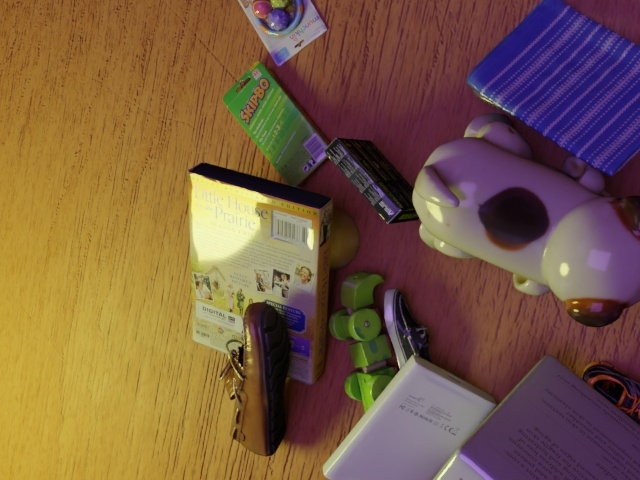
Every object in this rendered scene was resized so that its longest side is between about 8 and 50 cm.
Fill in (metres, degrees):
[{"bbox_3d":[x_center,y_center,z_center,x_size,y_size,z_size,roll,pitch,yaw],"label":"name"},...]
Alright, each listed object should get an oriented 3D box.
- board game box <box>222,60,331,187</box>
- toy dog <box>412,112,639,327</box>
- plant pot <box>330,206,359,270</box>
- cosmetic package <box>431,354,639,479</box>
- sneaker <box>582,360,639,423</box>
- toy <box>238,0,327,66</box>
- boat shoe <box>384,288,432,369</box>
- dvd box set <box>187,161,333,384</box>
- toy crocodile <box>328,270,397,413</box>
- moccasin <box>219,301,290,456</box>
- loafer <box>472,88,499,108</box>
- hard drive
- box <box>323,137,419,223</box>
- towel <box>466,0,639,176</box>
[{"bbox_3d":[-0.090,-0.244,1.990,0.124,0.039,0.259,-42,80,21],"label":"board game box"},{"bbox_3d":[0.387,-0.038,1.609,0.408,0.395,0.284,31,94,26],"label":"toy dog"},{"bbox_3d":[0.000,0.000,1.935,0.134,0.095,0.134,2,95,25],"label":"plant pot"},{"bbox_3d":[0.364,0.469,1.608,0.329,0.394,0.327,41,125,17],"label":"cosmetic package"},{"bbox_3d":[0.570,0.293,1.708,0.215,0.083,0.084,23,102,20],"label":"sneaker"},{"bbox_3d":[-0.105,-0.499,1.965,0.137,0.056,0.237,-33,81,24],"label":"toy"},{"bbox_3d":[0.184,0.197,1.883,0.070,0.078,0.219,-13,97,25],"label":"boat shoe"},{"bbox_3d":[-0.128,0.070,1.937,0.308,0.062,0.420,16,122,23],"label":"dvd box set"},{"bbox_3d":[0.103,0.232,1.910,0.115,0.105,0.340,-13,91,64],"label":"toy crocodile"},{"bbox_3d":[-0.143,0.280,1.946,0.147,0.139,0.380,15,134,14],"label":"moccasin"},{"bbox_3d":[0.408,-0.255,1.726,0.269,0.102,0.092,28,111,21],"label":"loafer"},{"bbox_3d":[0.173,0.384,1.860,0.203,0.040,0.307,29,110,-20],"label":"hard drive"},{"bbox_3d":[0.112,-0.116,1.826,0.045,0.184,0.190,-46,77,22],"label":"box"},{"bbox_3d":[0.449,-0.279,1.643,0.243,0.040,0.336,-44,58,-10],"label":"towel"}]
